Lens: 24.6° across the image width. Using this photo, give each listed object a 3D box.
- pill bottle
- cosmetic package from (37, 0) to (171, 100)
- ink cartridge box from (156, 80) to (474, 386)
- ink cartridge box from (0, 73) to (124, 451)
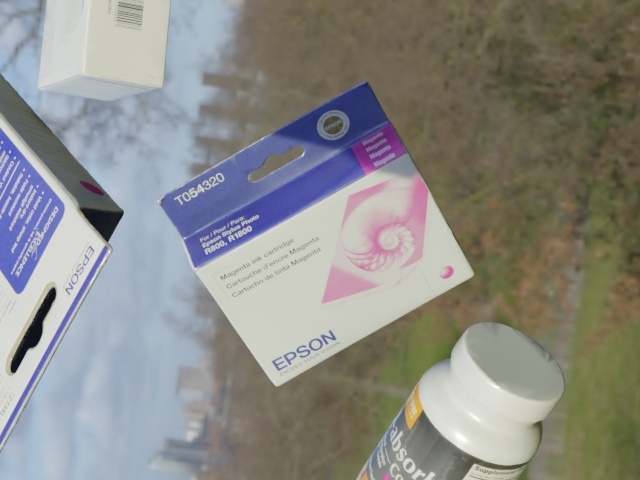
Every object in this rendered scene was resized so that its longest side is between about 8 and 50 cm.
[{"bbox_3d":[0.162,0.239,1.722,0.162,0.162,0.278,-88,22,-56],"label":"pill bottle"},{"bbox_3d":[-0.337,-0.346,2.298,0.225,0.138,0.224,0,84,60],"label":"cosmetic package"},{"bbox_3d":[0.000,0.000,1.968,0.330,0.324,0.071,57,-175,-35],"label":"ink cartridge box"},{"bbox_3d":[-0.253,-0.002,1.124,0.175,0.069,0.371,-60,40,12],"label":"ink cartridge box"}]
